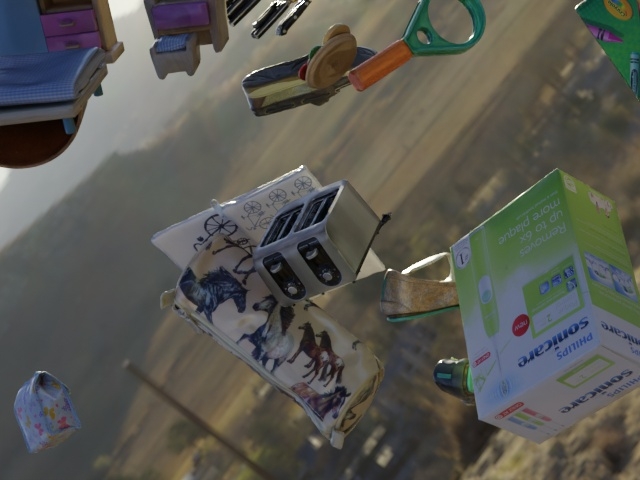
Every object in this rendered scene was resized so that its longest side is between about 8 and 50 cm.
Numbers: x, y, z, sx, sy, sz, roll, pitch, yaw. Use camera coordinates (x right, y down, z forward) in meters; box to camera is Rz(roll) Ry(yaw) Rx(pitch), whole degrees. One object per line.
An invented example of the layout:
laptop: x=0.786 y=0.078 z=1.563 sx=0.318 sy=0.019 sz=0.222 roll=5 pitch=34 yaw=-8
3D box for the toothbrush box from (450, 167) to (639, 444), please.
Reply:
toothbrush box: x=0.295 y=0.085 z=1.656 sx=0.206 sy=0.122 sz=0.283 roll=-39 pitch=41 yaw=36

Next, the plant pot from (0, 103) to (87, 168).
plant pot: x=-0.389 y=-0.244 z=1.712 sx=0.215 sy=0.215 sz=0.230 roll=-46 pitch=15 yaw=29

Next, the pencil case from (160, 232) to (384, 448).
pencil case: x=-0.075 y=0.173 z=2.211 sx=0.183 sy=0.410 sz=0.160 roll=-46 pitch=-14 yaw=-24

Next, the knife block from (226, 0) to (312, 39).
knife block: x=-0.062 y=-0.483 z=2.195 sx=0.088 sy=0.242 sz=0.276 roll=-130 pitch=40 yaw=-76

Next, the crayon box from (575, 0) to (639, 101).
crayon box: x=0.475 y=-0.304 z=1.756 sx=0.081 sy=0.165 sz=0.278 roll=-35 pitch=-1 yaw=40

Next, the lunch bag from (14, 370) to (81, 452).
lunch bag: x=-0.334 y=0.206 z=1.557 sx=0.053 sy=0.083 sz=0.071 roll=-14 pitch=-18 yaw=-43

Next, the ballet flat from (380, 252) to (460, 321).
ballet flat: x=0.249 y=0.071 z=2.223 sx=0.107 sy=0.316 sz=0.106 roll=-7 pitch=89 yaw=63

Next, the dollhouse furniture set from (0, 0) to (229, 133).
dollhouse furniture set: x=-0.266 y=-0.228 z=1.234 sx=0.286 sy=0.198 sz=0.303 roll=-5 pitch=26 yaw=10

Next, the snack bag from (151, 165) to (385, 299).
snack bag: x=-0.098 y=0.024 z=2.354 sx=0.342 sy=0.323 sz=0.037 roll=-22 pitch=46 yaw=18

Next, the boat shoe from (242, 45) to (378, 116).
boat shoe: x=-0.012 y=-0.252 z=2.054 sx=0.223 sy=0.073 sz=0.080 roll=-14 pitch=38 yaw=-1

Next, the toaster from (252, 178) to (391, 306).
toaster: x=0.000 y=0.000 z=2.098 sx=0.168 sy=0.110 sz=0.186 roll=-21 pitch=27 yaw=35

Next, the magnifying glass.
magnifying glass: x=0.123 y=-0.251 z=1.609 sx=0.231 sy=0.092 sz=0.026 roll=-36 pitch=3 yaw=-29

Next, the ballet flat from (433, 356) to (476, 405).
ballet flat: x=0.214 y=0.202 z=1.831 sx=0.074 sy=0.074 sz=0.203 roll=-51 pitch=-29 yaw=8

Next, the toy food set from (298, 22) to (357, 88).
toy food set: x=0.010 y=-0.215 z=1.526 sx=0.082 sy=0.020 sz=0.083 roll=-44 pitch=-23 yaw=-3
